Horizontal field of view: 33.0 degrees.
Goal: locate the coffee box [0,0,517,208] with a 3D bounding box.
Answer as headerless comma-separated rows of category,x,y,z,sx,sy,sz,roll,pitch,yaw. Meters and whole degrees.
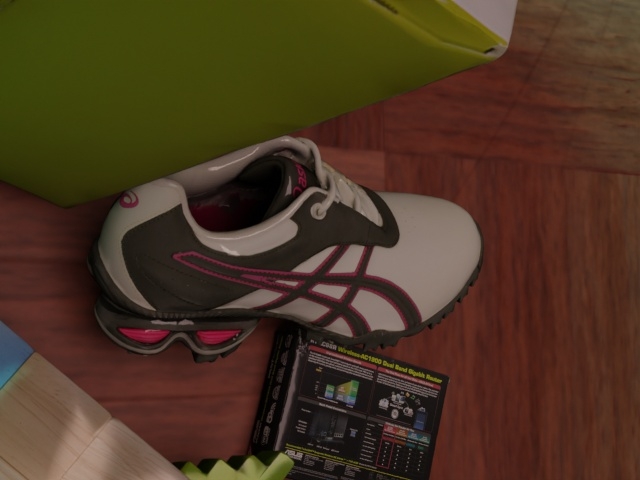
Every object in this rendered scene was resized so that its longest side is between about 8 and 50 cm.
coffee box,-0.128,-0.247,0.454,0.338,0.337,0.334,28,65,-33

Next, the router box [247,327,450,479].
router box,0.019,0.117,0.706,0.122,0.038,0.092,20,75,-26

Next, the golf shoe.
golf shoe,0.000,0.000,0.648,0.272,0.120,0.105,-7,50,-31

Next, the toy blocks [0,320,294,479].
toy blocks,-0.222,0.172,0.506,0.261,0.191,0.381,42,71,-5
